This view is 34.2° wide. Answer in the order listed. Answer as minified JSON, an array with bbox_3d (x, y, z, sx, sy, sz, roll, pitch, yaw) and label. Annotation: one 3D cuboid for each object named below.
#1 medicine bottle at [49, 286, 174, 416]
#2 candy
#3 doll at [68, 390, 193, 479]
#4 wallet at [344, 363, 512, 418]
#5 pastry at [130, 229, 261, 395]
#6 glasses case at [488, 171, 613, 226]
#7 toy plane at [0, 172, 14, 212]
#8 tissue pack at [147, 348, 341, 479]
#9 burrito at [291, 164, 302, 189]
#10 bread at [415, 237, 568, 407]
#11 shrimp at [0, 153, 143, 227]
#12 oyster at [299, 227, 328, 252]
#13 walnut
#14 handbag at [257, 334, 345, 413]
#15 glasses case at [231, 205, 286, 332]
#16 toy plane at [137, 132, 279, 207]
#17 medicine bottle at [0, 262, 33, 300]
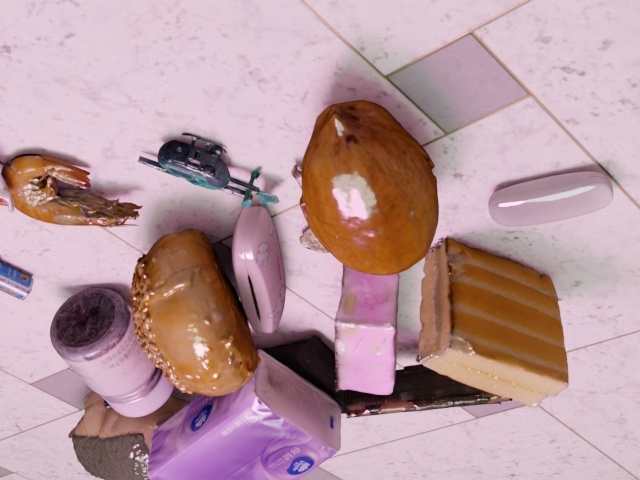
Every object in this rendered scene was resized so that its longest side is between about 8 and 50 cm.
[{"bbox_3d":[-0.409,0.227,2.078,0.165,0.165,0.273,-5,144,16],"label":"medicine bottle"},{"bbox_3d":[0.084,0.158,1.897,0.116,0.155,0.265,5,144,7],"label":"candy"},{"bbox_3d":[-0.412,0.433,2.319,0.350,0.247,0.247,-16,139,39],"label":"doll"},{"bbox_3d":[0.204,0.286,2.013,0.317,0.169,0.044,-8,106,3],"label":"wallet"},{"bbox_3d":[-0.232,0.138,1.811,0.184,0.284,0.315,-23,139,-1],"label":"pastry"},{"bbox_3d":[0.359,-0.064,1.627,0.194,0.049,0.074,-11,141,25],"label":"glasses case"},{"bbox_3d":[-0.630,-0.080,1.728,0.252,0.118,0.252,6,144,4],"label":"toy plane"},{"bbox_3d":[-0.155,0.406,2.083,0.242,0.160,0.338,38,118,-24],"label":"tissue pack"},{"bbox_3d":[0.004,-0.074,1.685,0.055,0.041,0.149,-25,135,19],"label":"burrito"},{"bbox_3d":[0.285,0.134,1.762,0.246,0.239,0.111,20,137,-20],"label":"bread"},{"bbox_3d":[-0.421,-0.077,1.745,0.249,0.068,0.150,14,141,1],"label":"shrimp"},{"bbox_3d":[0.003,0.001,1.810,0.083,0.019,0.054,29,138,-24],"label":"oyster"},{"bbox_3d":[0.068,-0.085,1.527,0.209,0.208,0.336,-4,144,16],"label":"walnut"},{"bbox_3d":[-0.035,0.288,2.172,0.223,0.080,0.247,-12,136,37],"label":"handbag"},{"bbox_3d":[-0.106,0.055,1.825,0.075,0.113,0.296,4,145,9],"label":"glasses case"},{"bbox_3d":[-0.173,-0.104,1.663,0.235,0.060,0.096,20,150,-12],"label":"toy plane"},{"bbox_3d":[-0.639,0.053,1.974,0.191,0.051,0.051,31,138,-28],"label":"medicine bottle"}]
